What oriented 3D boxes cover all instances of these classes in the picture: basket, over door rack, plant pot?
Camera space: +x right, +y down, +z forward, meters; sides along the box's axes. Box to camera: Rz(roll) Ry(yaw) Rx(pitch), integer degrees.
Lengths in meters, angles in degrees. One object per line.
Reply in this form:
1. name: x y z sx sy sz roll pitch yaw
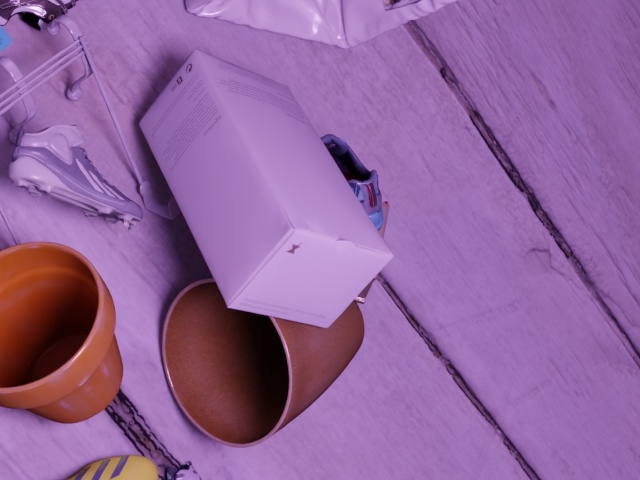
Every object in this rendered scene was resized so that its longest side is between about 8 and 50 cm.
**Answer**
1. basket: 0.014 -0.476 1.753 0.331 0.328 0.266 7 77 -36
2. over door rack: -0.361 -0.101 1.564 0.239 0.108 0.324 -45 124 -32
3. plant pot: -0.055 0.149 1.688 0.254 0.237 0.237 -14 92 -51
4. plant pot: -0.338 0.136 1.465 0.205 0.205 0.188 -63 156 -25

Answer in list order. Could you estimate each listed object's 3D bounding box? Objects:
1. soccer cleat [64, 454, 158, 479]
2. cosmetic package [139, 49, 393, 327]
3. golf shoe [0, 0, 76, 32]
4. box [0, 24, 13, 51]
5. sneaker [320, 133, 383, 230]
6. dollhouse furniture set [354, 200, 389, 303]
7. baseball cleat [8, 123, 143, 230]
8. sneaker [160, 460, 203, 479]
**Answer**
1. soccer cleat: -0.322 0.350 1.501 0.289 0.121 0.093 -14 91 -38
2. cosmetic package: -0.081 -0.073 1.592 0.197 0.155 0.365 17 34 -44
3. golf shoe: -0.368 -0.333 1.609 0.198 0.077 0.093 -7 98 -31
4. box: -0.504 -0.324 1.480 0.060 0.100 0.244 -47 111 -33
5. sneaker: 0.004 -0.122 1.745 0.104 0.262 0.125 -32 144 -30
6. dollhouse furniture set: 0.000 0.000 1.820 0.184 0.129 0.129 13 68 -1
7. baseball cleat: -0.301 -0.087 1.500 0.206 0.072 0.109 24 71 -49
8. sneaker: -0.211 0.347 1.642 0.098 0.038 0.069 -35 103 -45
